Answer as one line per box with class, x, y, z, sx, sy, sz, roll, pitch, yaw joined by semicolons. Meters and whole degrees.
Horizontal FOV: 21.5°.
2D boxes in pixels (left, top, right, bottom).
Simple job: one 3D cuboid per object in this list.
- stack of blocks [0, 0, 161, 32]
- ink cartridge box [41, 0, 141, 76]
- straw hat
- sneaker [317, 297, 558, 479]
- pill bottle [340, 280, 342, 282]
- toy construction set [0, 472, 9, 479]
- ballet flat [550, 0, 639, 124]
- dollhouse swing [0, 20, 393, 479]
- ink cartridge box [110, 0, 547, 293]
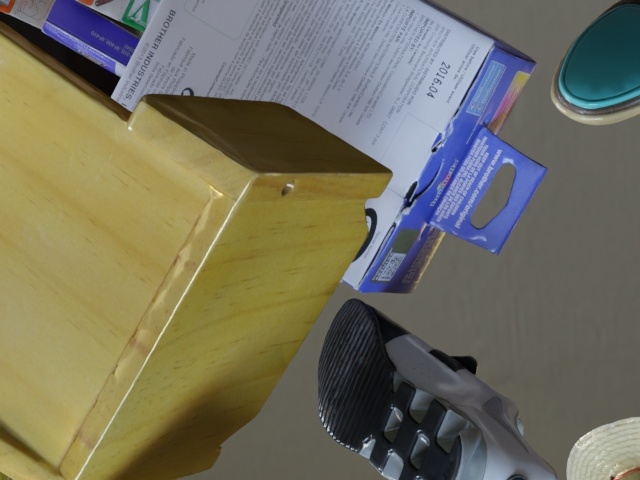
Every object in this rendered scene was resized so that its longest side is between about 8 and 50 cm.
stack of blocks;-0.284;-0.308;1.709;0.297;0.171;0.087;22;-175;-45
ink cartridge box;-0.217;-0.207;1.879;0.206;0.045;0.208;30;180;-7
straw hat;0.239;0.200;1.237;0.145;0.144;0.061;6;-143;23
sneaker;0.104;0.165;1.568;0.146;0.122;0.330;15;-162;-28
pill bottle;0.000;0.000;1.883;0.184;0.103;0.103;-17;-158;30
toy construction set;-0.397;0.255;1.893;0.257;0.237;0.308;21;-104;25
ballet flat;0.236;-0.139;1.153;0.080;0.073;0.232;33;-118;23
dollhouse swing;-0.194;-0.002;1.485;0.305;0.346;0.315;39;-159;24
ink cartridge box;0.020;-0.127;1.635;0.395;0.270;0.151;33;-169;23
